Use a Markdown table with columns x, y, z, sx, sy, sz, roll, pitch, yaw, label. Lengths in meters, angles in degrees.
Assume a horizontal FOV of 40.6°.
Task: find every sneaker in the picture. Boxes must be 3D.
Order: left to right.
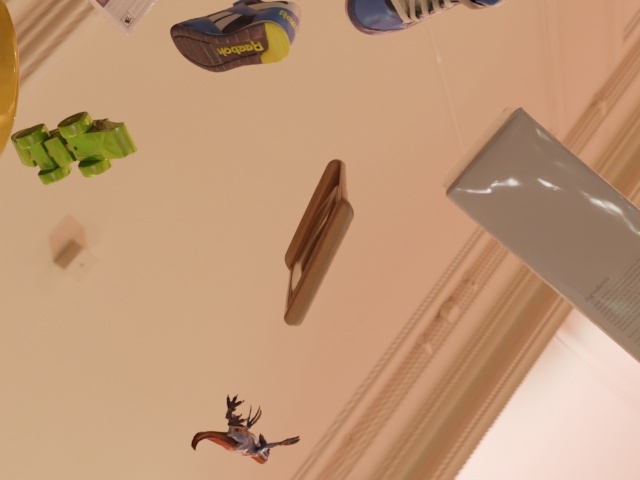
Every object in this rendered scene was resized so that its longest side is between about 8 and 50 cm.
| x | y | z | sx | sy | sz | roll | pitch | yaw | label |
| --- | --- | --- | --- | --- | --- | --- | --- | --- | --- |
| -0.079 | -0.199 | 0.827 | 0.144 | 0.053 | 0.059 | 6 | -128 | 31 | sneaker |
| 0.183 | -0.395 | 1.301 | 0.323 | 0.130 | 0.236 | -25 | -158 | 12 | sneaker |

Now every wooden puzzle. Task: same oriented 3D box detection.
| x | y | z | sx | sy | sz | roll | pitch | yaw | label |
| --- | --- | --- | --- | --- | --- | --- | --- | --- | --- |
| 0.000 | 0.000 | 1.391 | 0.238 | 0.044 | 0.220 | -99 | -148 | -67 | wooden puzzle |

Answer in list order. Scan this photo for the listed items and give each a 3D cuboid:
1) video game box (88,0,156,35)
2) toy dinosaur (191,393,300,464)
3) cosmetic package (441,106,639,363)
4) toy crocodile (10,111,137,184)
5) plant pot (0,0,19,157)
| x | y | z | sx | sy | sz | roll | pitch | yaw | label |
| --- | --- | --- | --- | --- | --- | --- | --- | --- | --- |
| -0.260 | -0.413 | 1.196 | 0.048 | 0.187 | 0.205 | 35 | -94 | 19 | video game box |
| -0.067 | 0.169 | 0.741 | 0.090 | 0.082 | 0.047 | -21 | -139 | -17 | toy dinosaur |
| 0.356 | -0.006 | 1.183 | 0.385 | 0.217 | 0.156 | 42 | -79 | -3 | cosmetic package |
| -0.488 | -0.190 | 1.699 | 0.341 | 0.115 | 0.105 | -4 | -146 | 37 | toy crocodile |
| -0.523 | -0.200 | 1.017 | 0.254 | 0.239 | 0.253 | 1 | -88 | 44 | plant pot |
